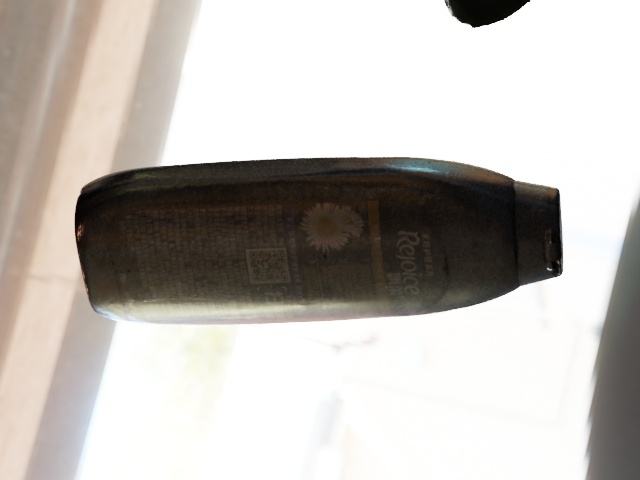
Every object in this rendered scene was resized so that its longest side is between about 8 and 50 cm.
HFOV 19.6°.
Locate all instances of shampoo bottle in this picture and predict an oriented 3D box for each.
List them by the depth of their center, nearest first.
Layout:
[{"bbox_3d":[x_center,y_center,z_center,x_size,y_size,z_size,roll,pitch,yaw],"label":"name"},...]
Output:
[{"bbox_3d":[0.000,0.000,0.902,0.049,0.233,0.087,-79,-17,-56],"label":"shampoo bottle"}]

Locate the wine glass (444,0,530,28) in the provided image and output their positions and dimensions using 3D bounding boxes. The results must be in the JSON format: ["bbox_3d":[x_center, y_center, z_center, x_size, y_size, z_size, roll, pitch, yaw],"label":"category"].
[{"bbox_3d":[0.019,-0.175,0.837,0.079,0.195,0.079,-30,-38,-27],"label":"wine glass"}]
